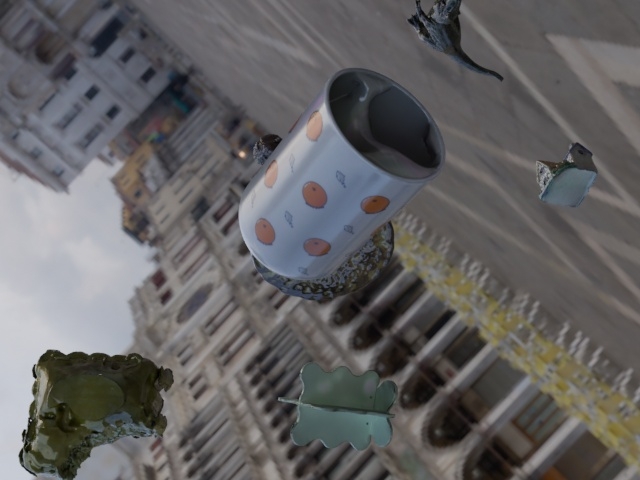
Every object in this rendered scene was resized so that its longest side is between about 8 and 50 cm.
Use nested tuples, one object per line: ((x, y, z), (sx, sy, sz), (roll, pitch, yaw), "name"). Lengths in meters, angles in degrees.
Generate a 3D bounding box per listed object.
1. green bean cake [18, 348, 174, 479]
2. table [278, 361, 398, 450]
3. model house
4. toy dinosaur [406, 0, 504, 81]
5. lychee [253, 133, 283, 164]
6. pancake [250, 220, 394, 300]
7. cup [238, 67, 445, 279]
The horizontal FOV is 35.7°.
((-0.487, 0.380, 2.148), (0.202, 0.310, 0.285), (83, -173, -69), "green bean cake")
((0.031, 0.332, 1.982), (0.198, 0.166, 0.166), (12, -161, -34), "table")
((0.471, -0.136, 1.916), (0.088, 0.100, 0.100), (9, -134, -13), "model house")
((0.231, -0.348, 1.730), (0.179, 0.087, 0.187), (57, -173, 14), "toy dinosaur")
((-0.107, -0.193, 2.129), (0.068, 0.083, 0.067), (-25, -100, -53), "lychee")
((0.000, 0.000, 2.015), (0.286, 0.288, 0.033), (50, -168, -22), "pancake")
((0.014, -0.086, 1.544), (0.212, 0.317, 0.212), (22, -134, -24), "cup")
